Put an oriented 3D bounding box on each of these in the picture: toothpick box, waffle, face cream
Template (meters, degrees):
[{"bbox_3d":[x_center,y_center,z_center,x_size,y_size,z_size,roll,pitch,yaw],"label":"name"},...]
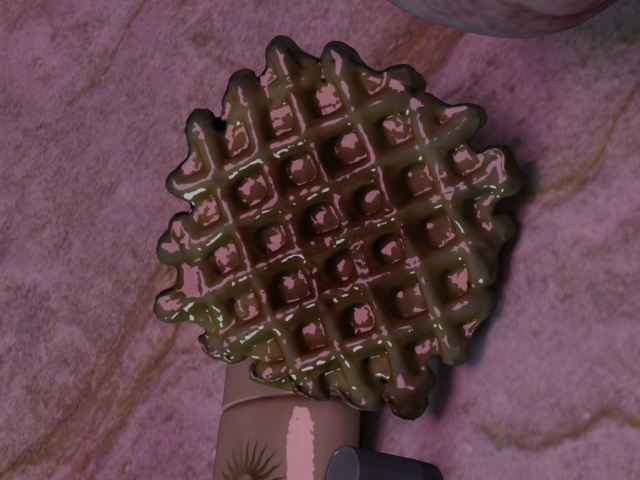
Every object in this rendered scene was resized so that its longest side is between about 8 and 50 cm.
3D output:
[{"bbox_3d":[0.050,0.195,1.520,0.052,0.083,0.052,-32,50,48],"label":"toothpick box"},{"bbox_3d":[0.011,-0.012,1.573,0.309,0.056,0.291,22,97,23],"label":"waffle"},{"bbox_3d":[-0.034,0.226,1.640,0.173,0.081,0.348,-14,65,49],"label":"face cream"}]

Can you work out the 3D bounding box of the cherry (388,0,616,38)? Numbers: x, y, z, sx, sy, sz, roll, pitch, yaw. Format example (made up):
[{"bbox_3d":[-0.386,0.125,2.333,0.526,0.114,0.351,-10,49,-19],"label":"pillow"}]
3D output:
[{"bbox_3d":[0.119,-0.306,1.450,0.326,0.291,0.334,-15,75,33],"label":"cherry"}]
